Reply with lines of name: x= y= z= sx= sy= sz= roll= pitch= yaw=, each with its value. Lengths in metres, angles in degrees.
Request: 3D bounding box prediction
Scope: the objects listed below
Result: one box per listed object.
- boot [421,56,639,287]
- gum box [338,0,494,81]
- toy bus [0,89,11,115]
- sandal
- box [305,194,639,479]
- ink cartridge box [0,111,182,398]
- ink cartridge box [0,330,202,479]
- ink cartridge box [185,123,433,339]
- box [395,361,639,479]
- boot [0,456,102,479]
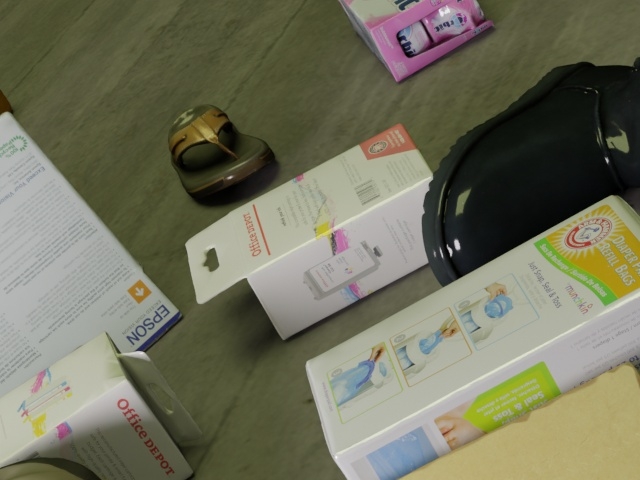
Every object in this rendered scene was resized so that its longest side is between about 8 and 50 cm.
boot: x=0.206 y=-0.058 z=0.926 sx=0.207 sy=0.094 sz=0.246 roll=-5 pitch=31 yaw=47
gum box: x=0.088 y=-0.232 z=1.368 sx=0.107 sy=0.062 sz=0.188 roll=-30 pitch=27 yaw=2
toy bus: x=-0.482 y=-0.114 z=1.690 sx=0.130 sy=0.108 sz=0.332 roll=-21 pitch=29 yaw=20
sandal: x=-0.110 y=-0.101 z=1.349 sx=0.090 sy=0.060 sz=0.219 roll=-32 pitch=27 yaw=-2
box: x=0.112 y=0.083 z=0.763 sx=0.203 sy=0.114 sz=0.103 roll=-30 pitch=26 yaw=5
ink cartridge box: x=-0.264 y=0.049 z=1.111 sx=0.223 sy=0.224 sz=0.045 roll=-42 pitch=6 yaw=-22
ink cartridge box: x=-0.164 y=0.141 z=0.968 sx=0.143 sy=0.092 sz=0.090 roll=-33 pitch=27 yaw=-6
ink cartridge box: x=0.000 y=0.000 z=1.066 sx=0.198 sy=0.067 sz=0.115 roll=-27 pitch=27 yaw=3
box: x=0.098 y=0.170 z=0.658 sx=0.201 sy=0.021 sz=0.164 roll=-28 pitch=56 yaw=4
boot: x=-0.262 y=0.299 z=0.765 sx=0.377 sy=0.138 sz=0.284 roll=-28 pitch=27 yaw=-6
